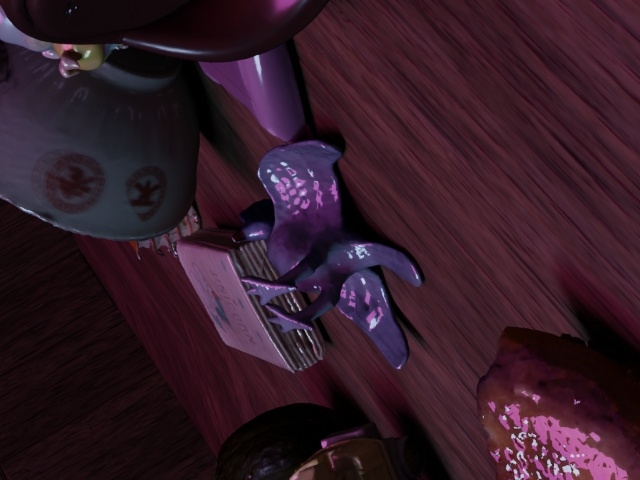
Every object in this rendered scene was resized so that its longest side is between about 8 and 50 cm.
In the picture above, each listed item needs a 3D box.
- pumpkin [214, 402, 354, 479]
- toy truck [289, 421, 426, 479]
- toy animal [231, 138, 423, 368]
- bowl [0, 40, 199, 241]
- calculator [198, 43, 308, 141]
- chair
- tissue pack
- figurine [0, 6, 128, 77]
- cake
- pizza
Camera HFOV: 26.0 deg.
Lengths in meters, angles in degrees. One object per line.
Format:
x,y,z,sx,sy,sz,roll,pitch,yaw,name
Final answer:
-0.006,0.361,1.735,0.320,0.192,0.321,-17,-90,-87,pumpkin
0.055,0.337,1.454,0.124,0.157,0.272,-20,88,33,toy truck
0.000,0.000,1.263,0.255,0.176,0.239,1,131,34,toy animal
-0.252,-0.172,1.516,0.337,0.337,0.157,53,125,26,bowl
-0.093,-0.223,1.184,0.194,0.043,0.294,46,160,47,calculator
-0.170,-0.297,0.923,0.401,0.226,0.226,56,166,12,chair
-0.093,0.067,1.754,0.170,0.071,0.325,64,165,-9,tissue pack
-0.263,-0.232,1.365,0.155,0.235,0.127,60,166,3,figurine
-0.242,-0.078,1.951,0.135,0.098,0.287,49,158,35,cake
0.205,0.174,0.851,0.305,0.085,0.161,53,143,20,pizza
